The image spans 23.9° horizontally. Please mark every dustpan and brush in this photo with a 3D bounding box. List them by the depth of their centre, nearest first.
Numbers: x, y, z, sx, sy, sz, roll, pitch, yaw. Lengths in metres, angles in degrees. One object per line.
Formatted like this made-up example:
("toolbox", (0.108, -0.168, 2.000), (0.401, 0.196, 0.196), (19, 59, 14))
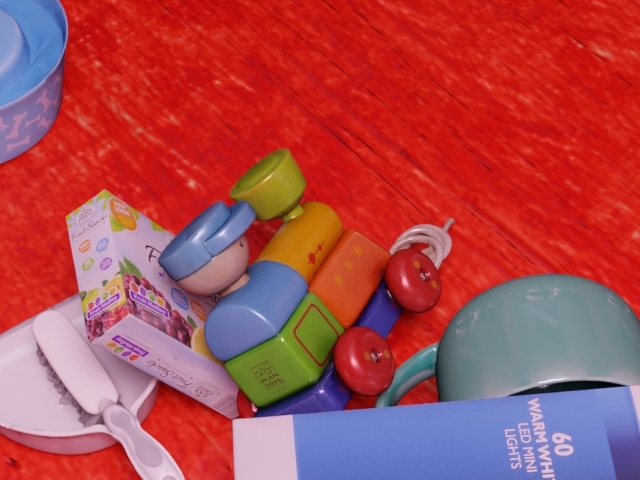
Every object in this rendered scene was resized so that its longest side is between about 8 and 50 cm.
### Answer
("dustpan and brush", (-0.138, 0.100, 0.949), (0.147, 0.060, 0.211), (-29, 55, -20))

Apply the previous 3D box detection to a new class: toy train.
("toy train", (0.000, 0.000, 0.960), (0.105, 0.143, 0.248), (-28, 17, 37))

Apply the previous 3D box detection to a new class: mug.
("mug", (0.122, 0.078, 0.903), (0.158, 0.129, 0.097), (15, 45, -23))

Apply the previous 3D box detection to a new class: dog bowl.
("dog bowl", (-0.327, -0.105, 1.119), (0.297, 0.074, 0.166), (-18, 52, -11))

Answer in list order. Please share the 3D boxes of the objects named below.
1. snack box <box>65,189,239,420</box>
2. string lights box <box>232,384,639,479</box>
("snack box", (-0.094, 0.042, 0.947), (0.037, 0.141, 0.100), (-34, 49, 18))
("string lights box", (0.085, 0.153, 0.849), (0.260, 0.133, 0.076), (-5, 50, -1))
